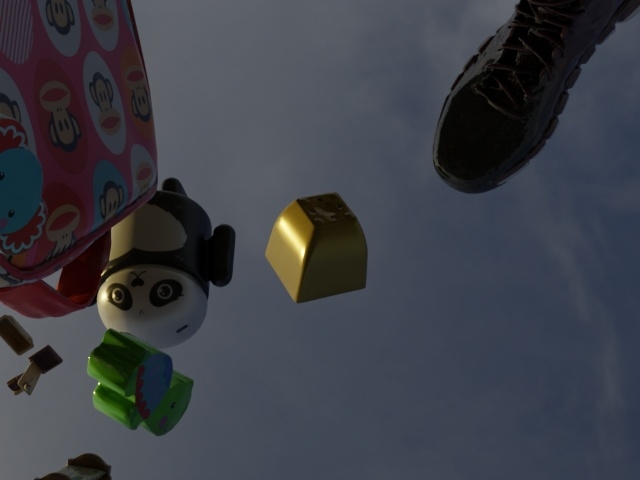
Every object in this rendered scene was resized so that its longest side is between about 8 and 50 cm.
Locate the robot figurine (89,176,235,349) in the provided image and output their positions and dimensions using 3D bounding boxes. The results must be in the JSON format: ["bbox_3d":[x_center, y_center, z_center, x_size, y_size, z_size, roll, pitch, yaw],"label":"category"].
[{"bbox_3d":[-0.255,0.033,1.482,0.209,0.174,0.278,-39,-142,37],"label":"robot figurine"}]

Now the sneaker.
[{"bbox_3d":[0.171,-0.178,0.801,0.106,0.162,0.281,36,-88,25],"label":"sneaker"}]

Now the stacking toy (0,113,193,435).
[{"bbox_3d":[-0.115,-0.046,0.297,0.167,0.221,0.052,23,-135,24],"label":"stacking toy"}]

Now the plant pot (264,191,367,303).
[{"bbox_3d":[0.000,0.000,0.958,0.081,0.083,0.081,-12,-135,-25],"label":"plant pot"}]

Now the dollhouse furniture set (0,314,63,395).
[{"bbox_3d":[-0.456,0.177,1.396,0.091,0.114,0.081,-31,-161,15],"label":"dollhouse furniture set"}]

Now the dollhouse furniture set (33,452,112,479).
[{"bbox_3d":[-0.262,0.330,1.135,0.161,0.182,0.101,8,-89,7],"label":"dollhouse furniture set"}]

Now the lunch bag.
[{"bbox_3d":[-0.183,-0.081,0.560,0.120,0.293,0.258,-11,-80,9],"label":"lunch bag"}]
